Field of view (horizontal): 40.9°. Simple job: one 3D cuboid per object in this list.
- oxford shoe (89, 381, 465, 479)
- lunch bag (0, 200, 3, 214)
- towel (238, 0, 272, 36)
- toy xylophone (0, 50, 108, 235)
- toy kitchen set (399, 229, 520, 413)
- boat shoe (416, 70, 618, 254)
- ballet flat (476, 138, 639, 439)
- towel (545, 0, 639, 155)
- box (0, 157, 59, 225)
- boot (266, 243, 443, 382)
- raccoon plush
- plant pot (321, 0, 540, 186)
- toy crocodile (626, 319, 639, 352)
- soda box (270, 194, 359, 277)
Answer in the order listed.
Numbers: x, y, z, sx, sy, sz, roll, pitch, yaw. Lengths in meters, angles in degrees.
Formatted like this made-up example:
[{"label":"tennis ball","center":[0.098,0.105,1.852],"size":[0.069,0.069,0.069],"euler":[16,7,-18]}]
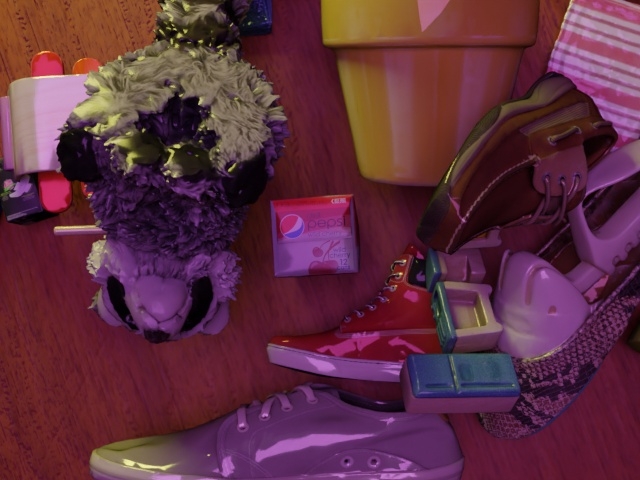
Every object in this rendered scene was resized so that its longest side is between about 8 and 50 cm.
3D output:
[{"label":"oxford shoe","center":[-0.049,0.239,1.042],"size":[0.449,0.169,0.130],"euler":[-2,90,-4]},{"label":"lunch bag","center":[-0.458,-0.059,1.129],"size":[0.067,0.065,0.098],"euler":[15,88,4]},{"label":"towel","center":[-0.100,-0.333,1.141],"size":[0.067,0.029,0.119],"euler":[-6,87,4]},{"label":"toy xylophone","center":[-0.243,-0.117,1.077],"size":[0.322,0.081,0.236],"euler":[3,86,-9]},{"label":"toy kitchen set","center":[0.151,0.059,0.943],"size":[0.122,0.166,0.207],"euler":[0,49,-10]},{"label":"boat shoe","center":[0.221,-0.077,0.888],"size":[0.120,0.122,0.324],"euler":[37,47,15]},{"label":"ballet flat","center":[0.321,0.013,1.020],"size":[0.483,0.182,0.164],"euler":[-48,40,-1]},{"label":"towel","center":[0.364,-0.214,1.110],"size":[0.144,0.029,0.197],"euler":[20,91,4]},{"label":"box","center":[-0.388,-0.068,1.126],"size":[0.052,0.062,0.083],"euler":[-17,86,2]},{"label":"boot","center":[0.057,0.089,1.086],"size":[0.244,0.088,0.176],"euler":[3,83,0]},{"label":"raccoon plush","center":[-0.132,-0.088,1.002],"size":[0.216,0.299,0.446],"euler":[20,51,6]},{"label":"plant pot","center":[0.127,-0.193,1.027],"size":[0.254,0.254,0.239],"euler":[1,103,3]},{"label":"toy crocodile","center":[0.515,0.203,1.037],"size":[0.115,0.105,0.340],"euler":[-45,86,0]},{"label":"soda box","center":[0.000,0.000,0.999],"size":[0.092,0.263,0.083],"euler":[-4,88,2]}]
